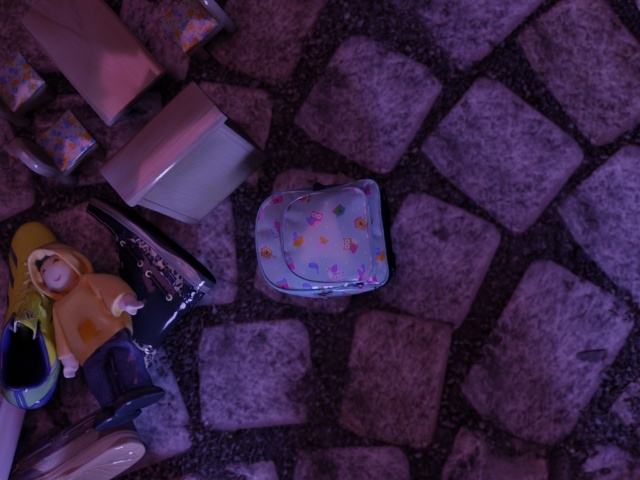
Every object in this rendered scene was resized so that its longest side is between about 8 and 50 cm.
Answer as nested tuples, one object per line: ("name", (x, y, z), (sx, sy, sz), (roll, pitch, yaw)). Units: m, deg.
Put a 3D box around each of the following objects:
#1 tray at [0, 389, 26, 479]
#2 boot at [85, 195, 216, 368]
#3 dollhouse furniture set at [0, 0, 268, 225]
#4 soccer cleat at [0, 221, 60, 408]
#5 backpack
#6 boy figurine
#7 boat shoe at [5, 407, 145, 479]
("tray", (-0.517, 0.332, 1.478), (0.145, 0.030, 0.270), (-4, 62, 25))
("boot", (-0.292, 0.059, 1.501), (0.236, 0.085, 0.178), (36, 94, 14))
("dollhouse furniture set", (-0.286, -0.227, 1.442), (0.362, 0.256, 0.394), (-42, 78, 4))
("soccer cleat", (-0.421, 0.101, 1.481), (0.093, 0.121, 0.289), (-1, 71, -4))
("backpack", (0.000, 0.000, 1.420), (0.188, 0.144, 0.165), (-7, 88, 13))
("boy figurine", (-0.318, 0.115, 1.421), (0.177, 0.092, 0.285), (-36, 73, 29))
("boat shoe", (-0.384, 0.329, 1.485), (0.285, 0.103, 0.092), (-31, 54, 17))
